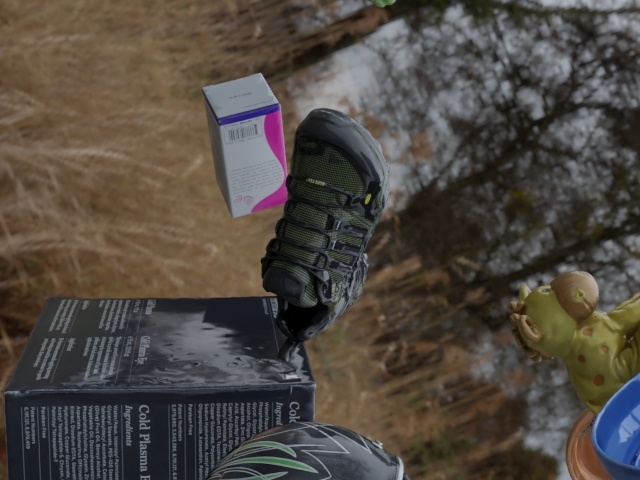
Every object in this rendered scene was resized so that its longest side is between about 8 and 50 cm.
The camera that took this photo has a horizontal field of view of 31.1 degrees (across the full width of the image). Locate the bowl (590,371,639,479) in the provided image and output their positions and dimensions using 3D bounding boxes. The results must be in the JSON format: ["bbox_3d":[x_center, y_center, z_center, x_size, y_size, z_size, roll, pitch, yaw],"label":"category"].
[{"bbox_3d":[0.430,0.135,0.993,0.391,0.391,0.077,-132,-163,-85],"label":"bowl"}]

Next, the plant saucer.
[{"bbox_3d":[0.486,0.328,1.836,0.037,0.200,0.200,-103,173,-71],"label":"plant saucer"}]

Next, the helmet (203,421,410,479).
[{"bbox_3d":[-0.009,0.199,0.757,0.161,0.169,0.169,59,3,-28],"label":"helmet"}]

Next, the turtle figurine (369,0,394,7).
[{"bbox_3d":[0.089,-0.392,1.432,0.266,0.275,0.198,19,59,-71],"label":"turtle figurine"}]

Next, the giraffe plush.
[{"bbox_3d":[0.319,0.109,1.411,0.170,0.210,0.181,40,-9,-2],"label":"giraffe plush"}]

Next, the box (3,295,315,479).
[{"bbox_3d":[-0.174,0.191,1.316,0.343,0.312,0.179,-111,-159,-76],"label":"box"}]

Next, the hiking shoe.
[{"bbox_3d":[0.000,0.000,0.966,0.114,0.086,0.227,-57,155,-45],"label":"hiking shoe"}]

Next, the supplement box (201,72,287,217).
[{"bbox_3d":[-0.128,-0.164,2.009,0.114,0.111,0.220,-119,-162,-46],"label":"supplement box"}]
